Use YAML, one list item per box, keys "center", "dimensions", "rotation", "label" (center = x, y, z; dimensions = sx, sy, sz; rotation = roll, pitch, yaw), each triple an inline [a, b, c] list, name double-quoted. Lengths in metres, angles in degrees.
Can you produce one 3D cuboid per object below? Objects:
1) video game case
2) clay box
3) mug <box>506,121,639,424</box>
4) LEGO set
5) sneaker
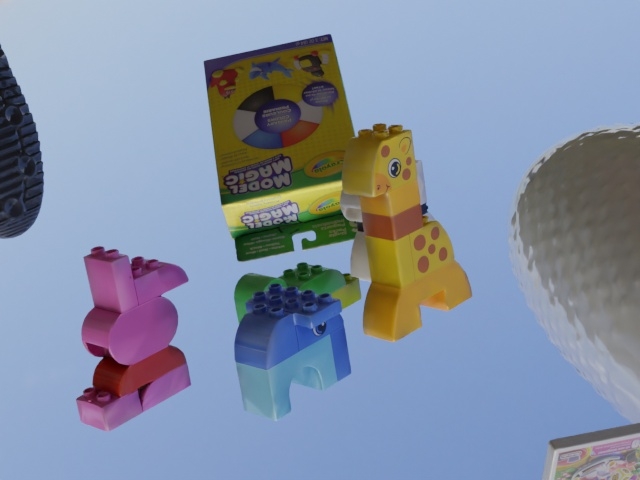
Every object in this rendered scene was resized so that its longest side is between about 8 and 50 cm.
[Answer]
- center: [0.185, 0.176, 0.791]
  dimensions: [0.087, 0.122, 0.011]
  rotation: [-8, -147, -17]
  label: "video game case"
- center: [-0.031, -0.087, 1.065]
  dimensions: [0.127, 0.053, 0.222]
  rotation: [-12, -131, 1]
  label: "clay box"
- center: [0.353, 0.065, 1.204]
  dimensions: [0.276, 0.374, 0.328]
  rotation: [-25, -146, -12]
  label: "mug"
- center: [0.000, 0.000, 0.527]
  dimensions: [0.087, 0.093, 0.227]
  rotation: [9, -155, 42]
  label: "LEGO set"
- center: [-0.394, -0.144, 1.268]
  dimensions: [0.112, 0.319, 0.131]
  rotation: [-15, 175, -46]
  label: "sneaker"
